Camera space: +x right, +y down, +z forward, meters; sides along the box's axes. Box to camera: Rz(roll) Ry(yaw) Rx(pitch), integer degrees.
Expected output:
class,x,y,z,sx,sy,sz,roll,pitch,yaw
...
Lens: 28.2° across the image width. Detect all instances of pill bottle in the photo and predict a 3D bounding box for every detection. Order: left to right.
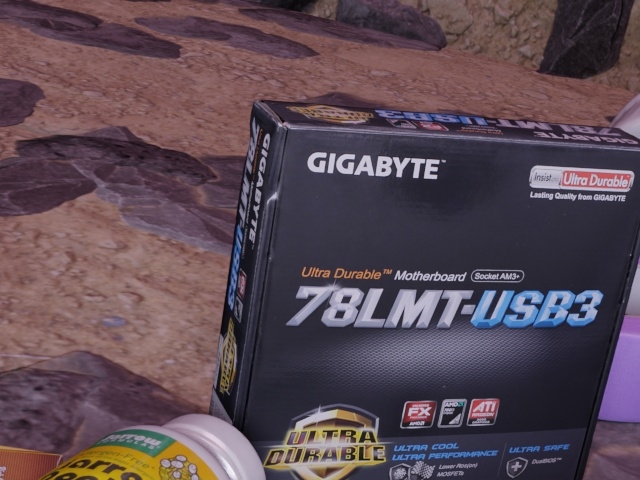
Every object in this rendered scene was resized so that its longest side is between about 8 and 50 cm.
class,x,y,z,sx,sy,sz,roll,pitch,yaw
pill bottle,-0.115,0.176,0.729,0.117,0.118,0.208,18,20,21

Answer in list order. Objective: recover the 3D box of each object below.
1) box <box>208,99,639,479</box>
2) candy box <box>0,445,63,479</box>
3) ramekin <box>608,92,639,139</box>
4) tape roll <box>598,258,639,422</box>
class,x,y,z,sx,sy,sz,roll,pitch,yaw
box,0.077,0.056,0.915,0.295,0.293,0.073,2,21,-22
candy box,-0.266,0.166,0.799,0.186,0.053,0.109,10,19,-2
ramekin,0.410,-0.036,1.388,0.277,0.277,0.135,20,29,27
tape roll,0.254,0.076,1.259,0.274,0.090,0.275,9,18,-3
